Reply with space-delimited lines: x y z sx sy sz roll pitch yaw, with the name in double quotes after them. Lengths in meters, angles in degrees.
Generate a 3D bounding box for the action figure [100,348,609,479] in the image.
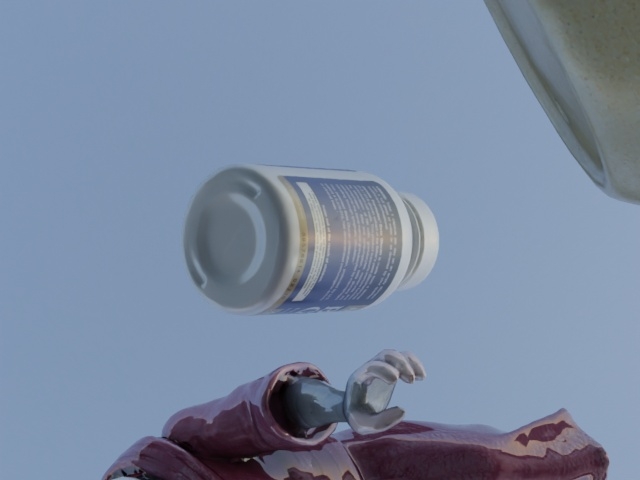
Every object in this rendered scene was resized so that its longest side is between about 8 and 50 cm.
-0.012 0.147 0.837 0.370 0.275 0.248 13 -81 -38 "action figure"

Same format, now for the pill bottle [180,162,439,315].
0.000 0.000 0.956 0.094 0.169 0.094 0 -90 41 "pill bottle"

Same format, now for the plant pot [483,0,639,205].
0.155 -0.115 0.514 0.191 0.284 0.284 -29 -99 4 "plant pot"
